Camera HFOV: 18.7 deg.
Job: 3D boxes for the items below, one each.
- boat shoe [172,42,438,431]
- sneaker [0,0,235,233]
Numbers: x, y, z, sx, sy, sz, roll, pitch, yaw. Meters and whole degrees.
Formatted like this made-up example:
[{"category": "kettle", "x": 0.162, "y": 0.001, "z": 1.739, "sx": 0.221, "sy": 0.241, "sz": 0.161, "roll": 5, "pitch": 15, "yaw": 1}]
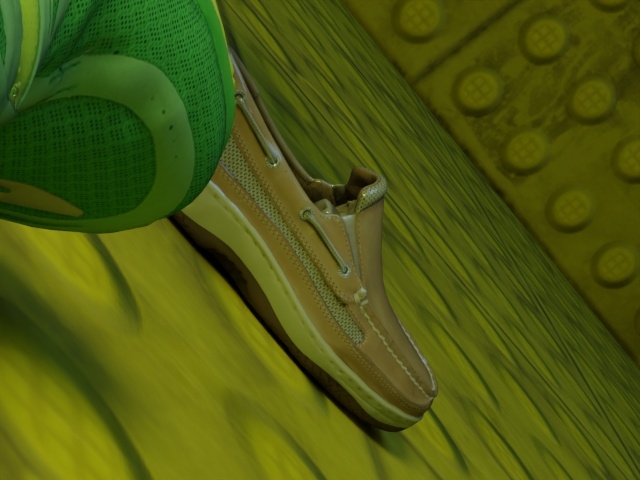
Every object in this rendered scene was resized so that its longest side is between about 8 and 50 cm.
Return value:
[{"category": "boat shoe", "x": 0.000, "y": 0.000, "z": 0.789, "sx": 0.190, "sy": 0.072, "sz": 0.068, "roll": 48, "pitch": 8, "yaw": -28}, {"category": "sneaker", "x": -0.104, "y": -0.046, "z": 0.372, "sx": 0.295, "sy": 0.109, "sz": 0.123, "roll": 36, "pitch": 37, "yaw": -62}]
